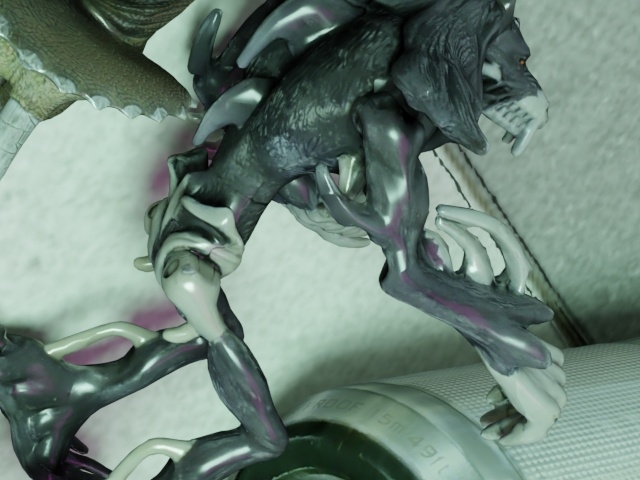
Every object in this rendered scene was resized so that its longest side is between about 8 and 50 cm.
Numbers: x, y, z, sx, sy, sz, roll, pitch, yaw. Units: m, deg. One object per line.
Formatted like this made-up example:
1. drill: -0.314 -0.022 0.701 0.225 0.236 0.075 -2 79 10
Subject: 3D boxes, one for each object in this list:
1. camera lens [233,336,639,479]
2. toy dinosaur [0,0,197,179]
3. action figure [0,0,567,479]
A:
1. camera lens: 0.108 0.154 0.799 0.274 0.219 0.219 -6 123 -34
2. toy dinosaur: -0.048 -0.148 0.546 0.160 0.121 0.313 -34 140 -32
3. action figure: 0.000 0.000 0.662 0.141 0.164 0.275 29 110 -37
